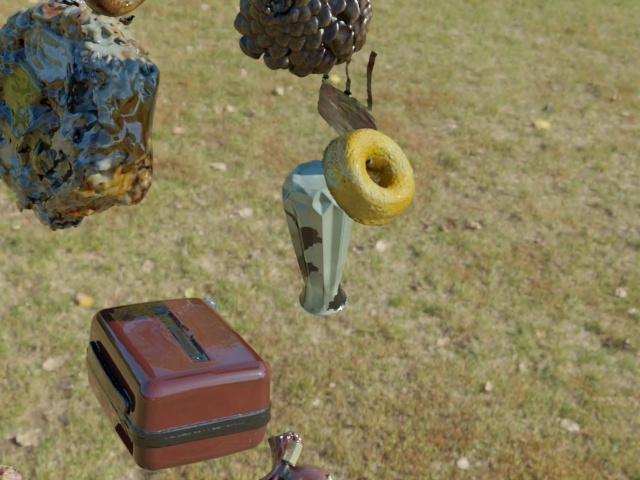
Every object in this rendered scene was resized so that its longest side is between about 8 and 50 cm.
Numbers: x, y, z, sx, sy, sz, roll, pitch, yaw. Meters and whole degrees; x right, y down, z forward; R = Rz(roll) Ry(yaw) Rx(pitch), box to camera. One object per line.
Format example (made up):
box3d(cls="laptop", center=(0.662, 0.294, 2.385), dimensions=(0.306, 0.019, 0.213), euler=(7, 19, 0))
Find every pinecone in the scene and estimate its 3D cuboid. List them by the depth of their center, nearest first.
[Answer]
box3d(cls="pinecone", center=(-0.017, -0.326, 1.115), dimensions=(0.184, 0.179, 0.204), euler=(14, 19, 8))

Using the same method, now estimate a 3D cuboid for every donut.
box3d(cls="donut", center=(0.072, -0.091, 1.101), dimensions=(0.058, 0.152, 0.152), euler=(-27, 8, 41))

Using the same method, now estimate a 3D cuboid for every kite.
box3d(cls="kite", center=(0.052, -0.283, 1.561), dimensions=(0.022, 0.360, 0.204), euler=(-41, 68, -16))

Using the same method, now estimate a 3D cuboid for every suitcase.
box3d(cls="suitcase", center=(-0.230, 0.215, 1.249), dimensions=(0.236, 0.161, 0.297), euler=(-6, 24, -31))

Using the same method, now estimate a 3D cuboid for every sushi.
box3d(cls="sushi", center=(-0.445, -0.218, 1.355), dimensions=(0.418, 0.417, 0.176), euler=(26, 19, 30))

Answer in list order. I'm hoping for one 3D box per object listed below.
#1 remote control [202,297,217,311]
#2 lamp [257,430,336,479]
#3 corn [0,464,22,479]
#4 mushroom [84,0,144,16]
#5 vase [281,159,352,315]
box3d(cls="remote control", center=(-0.259, 0.150, 1.437), dimensions=(0.153, 0.043, 0.027), euler=(-27, 37, -9))
box3d(cls="lamp", center=(-0.042, 0.594, 1.916), dimensions=(0.223, 0.151, 0.215), euler=(36, 62, -23))
box3d(cls="corn", center=(-0.750, 0.508, 1.628), dimensions=(0.281, 0.092, 0.092), euler=(-10, 28, 16))
box3d(cls="mushroom", center=(-0.200, -0.286, 0.805), dimensions=(0.087, 0.127, 0.127), euler=(32, 38, 11))
box3d(cls="vase", center=(0.000, 0.000, 1.765), dimensions=(0.165, 0.360, 0.165), euler=(-1, 39, 1))
